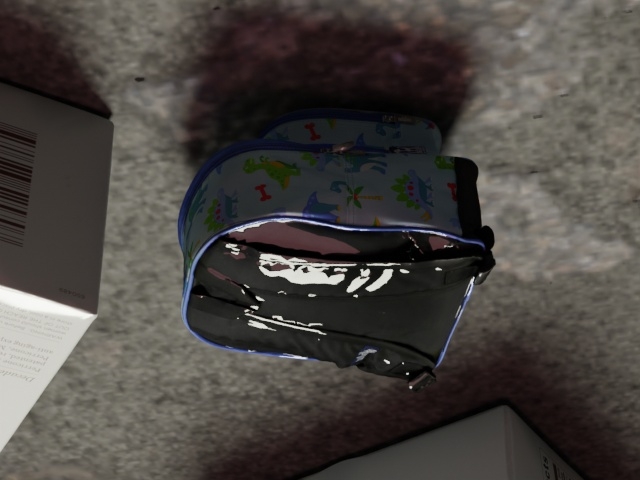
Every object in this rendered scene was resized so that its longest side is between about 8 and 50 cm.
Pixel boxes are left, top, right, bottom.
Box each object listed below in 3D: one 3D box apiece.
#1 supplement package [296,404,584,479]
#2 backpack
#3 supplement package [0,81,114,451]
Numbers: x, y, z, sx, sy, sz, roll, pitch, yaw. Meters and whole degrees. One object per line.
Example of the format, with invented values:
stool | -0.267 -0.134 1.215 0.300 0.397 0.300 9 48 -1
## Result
supplement package | 0.083 0.256 0.978 0.199 0.198 0.263 -23 135 26
backpack | 0.000 0.000 0.756 0.114 0.084 0.105 5 140 -14
supplement package | -0.169 0.025 0.770 0.105 0.105 0.179 18 136 -21
